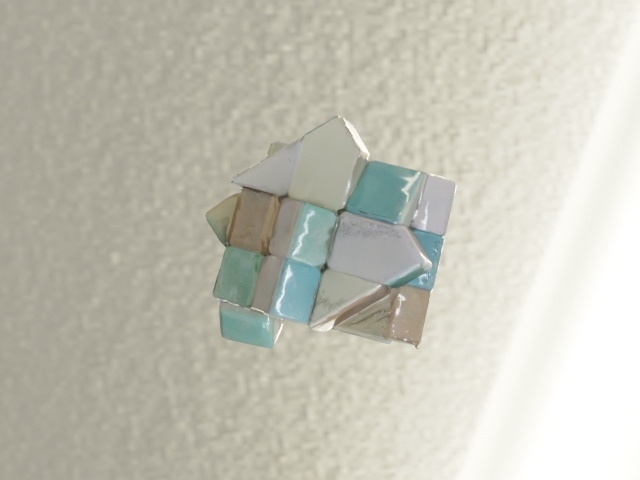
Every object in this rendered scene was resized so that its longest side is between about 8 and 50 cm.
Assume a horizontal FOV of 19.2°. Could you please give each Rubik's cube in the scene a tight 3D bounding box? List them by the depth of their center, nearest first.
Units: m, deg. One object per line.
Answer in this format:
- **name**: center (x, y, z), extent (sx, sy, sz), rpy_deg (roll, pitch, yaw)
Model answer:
- **Rubik's cube**: center (-0.001, -0.002, 0.650), extent (0.084, 0.073, 0.075), rpy_deg (-19, -120, 56)
